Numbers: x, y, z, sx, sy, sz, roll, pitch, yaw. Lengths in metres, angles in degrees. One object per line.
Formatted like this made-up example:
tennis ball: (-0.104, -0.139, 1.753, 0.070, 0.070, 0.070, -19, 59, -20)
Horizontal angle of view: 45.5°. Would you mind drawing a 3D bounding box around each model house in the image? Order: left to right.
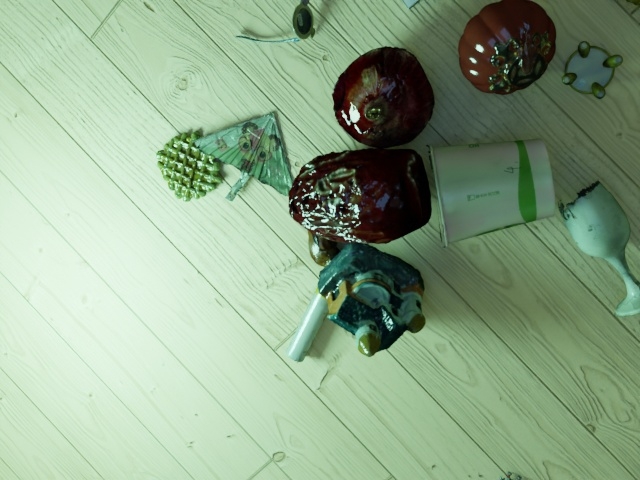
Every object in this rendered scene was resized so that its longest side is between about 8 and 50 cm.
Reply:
model house: (0.137, 0.174, 1.879, 0.253, 0.291, 0.184, 32, 119, -20)

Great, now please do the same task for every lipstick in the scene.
lipstick: (-0.018, 0.210, 2.076, 0.059, 0.059, 0.264, 29, 108, 8)

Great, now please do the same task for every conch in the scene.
conch: (0.000, 0.002, 2.012, 0.086, 0.080, 0.232, -18, 100, 39)

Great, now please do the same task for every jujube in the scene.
jujube: (0.098, -0.114, 1.858, 0.377, 0.258, 0.258, 8, 105, 33)

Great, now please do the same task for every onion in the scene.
onion: (0.148, -0.337, 1.829, 0.252, 0.219, 0.252, 7, 113, 16)

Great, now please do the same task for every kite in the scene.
kite: (-0.187, -0.223, 2.045, 0.323, 0.013, 0.267, 26, 103, 1)

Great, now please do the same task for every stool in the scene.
stool: (0.616, -0.389, 1.742, 0.134, 0.110, 0.135, -19, 97, 18)

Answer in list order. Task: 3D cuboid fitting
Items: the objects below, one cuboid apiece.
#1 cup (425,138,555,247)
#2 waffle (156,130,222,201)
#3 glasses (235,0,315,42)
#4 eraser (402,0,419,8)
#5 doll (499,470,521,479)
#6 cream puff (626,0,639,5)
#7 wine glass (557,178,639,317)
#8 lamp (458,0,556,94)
cup: (0.400, -0.128, 1.803, 0.274, 0.253, 0.253, -10, 99, 9)
waffle: (-0.360, -0.202, 2.095, 0.169, 0.036, 0.183, -27, 94, 18)
glasses: (-0.134, -0.586, 1.922, 0.221, 0.088, 0.189, -6, 100, 17)
eraser: (0.210, -0.651, 1.846, 0.104, 0.023, 0.150, -36, 90, 19)
doll: (0.501, 0.677, 2.042, 0.057, 0.039, 0.114, 14, 96, -17)
cream puff: (0.698, -0.576, 1.677, 0.116, 0.146, 0.146, -19, 97, 39)
wine glass: (0.687, 0.018, 1.796, 0.143, 0.143, 0.321, -29, 92, 19)
lamp: (0.425, -0.434, 1.732, 0.227, 0.227, 0.226, 3, 103, 15)
